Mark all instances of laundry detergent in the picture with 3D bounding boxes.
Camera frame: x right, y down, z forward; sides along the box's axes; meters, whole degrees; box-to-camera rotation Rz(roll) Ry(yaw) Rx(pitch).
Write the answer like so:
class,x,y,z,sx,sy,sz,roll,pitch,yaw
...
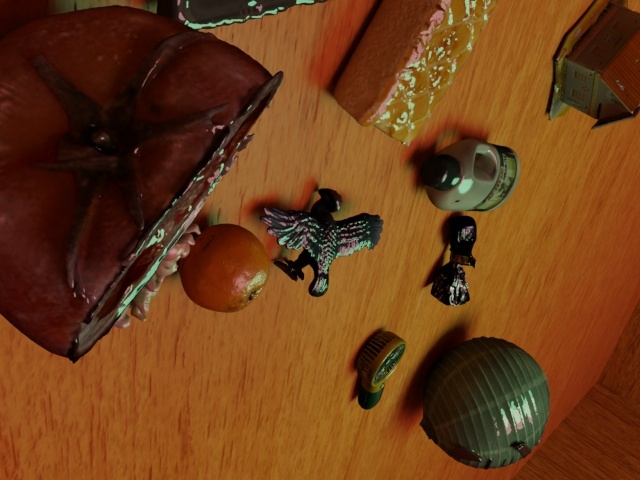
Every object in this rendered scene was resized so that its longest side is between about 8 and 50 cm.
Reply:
class,x,y,z,sx,sy,sz,roll,pitch,yaw
laundry detergent,0.186,-0.084,1.256,0.099,0.070,0.226,-54,156,18

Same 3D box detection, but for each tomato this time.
class,x,y,z,sx,sy,sz,roll,pitch,yaw
tomato,-0.143,-0.051,0.586,0.214,0.155,0.181,-56,179,-17

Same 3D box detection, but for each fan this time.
class,x,y,z,sx,sy,sz,roll,pitch,yaw
fan,0.081,0.197,1.449,0.082,0.039,0.155,-35,150,-38

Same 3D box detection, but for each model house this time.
class,x,y,z,sx,sy,sz,roll,pitch,yaw
model house,0.455,-0.260,1.445,0.219,0.136,0.207,-47,153,-19

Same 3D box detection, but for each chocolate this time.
class,x,y,z,sx,sy,sz,roll,pitch,yaw
chocolate,0.207,0.026,1.441,0.072,0.070,0.147,-70,176,-52

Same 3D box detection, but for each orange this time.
class,x,y,z,sx,sy,sz,roll,pitch,yaw
orange,-0.087,0.026,0.880,0.083,0.083,0.083,-42,152,-28

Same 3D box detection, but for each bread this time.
class,x,y,z,sx,sy,sz,roll,pitch,yaw
bread,0.097,-0.191,0.956,0.188,0.068,0.125,-60,156,9

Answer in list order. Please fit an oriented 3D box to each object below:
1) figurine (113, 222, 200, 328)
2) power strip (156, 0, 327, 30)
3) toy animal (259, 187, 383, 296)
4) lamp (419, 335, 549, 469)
class,x,y,z,sx,sy,sz,roll,pitch,yaw
figurine,-0.142,-0.014,0.728,0.098,0.081,0.146,13,114,-25
power strip,0.014,-0.271,0.679,0.257,0.092,0.251,-25,145,-42
toy animal,0.000,0.000,1.026,0.220,0.062,0.108,7,116,-56
lamp,0.287,0.292,1.732,0.233,0.233,0.265,-51,171,-10
